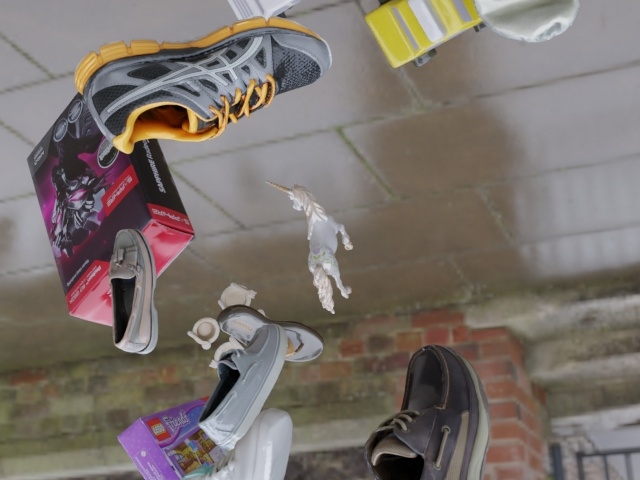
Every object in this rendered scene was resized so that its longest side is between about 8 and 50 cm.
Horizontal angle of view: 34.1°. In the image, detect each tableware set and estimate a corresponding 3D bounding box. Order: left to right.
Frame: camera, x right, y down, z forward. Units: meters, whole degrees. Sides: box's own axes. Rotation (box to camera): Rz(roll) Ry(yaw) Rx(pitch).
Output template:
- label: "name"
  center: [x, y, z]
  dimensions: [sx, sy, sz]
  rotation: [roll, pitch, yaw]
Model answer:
- label: "tableware set"
  center: [-0.172, 0.175, 2.060]
  dimensions: [0.141, 0.169, 0.020]
  rotation: [46, 173, -24]

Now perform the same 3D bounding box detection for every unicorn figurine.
- label: "unicorn figurine"
  center: [0.000, 0.000, 1.277]
  dimensions: [0.060, 0.162, 0.111]
  rotation: [-27, 138, 8]

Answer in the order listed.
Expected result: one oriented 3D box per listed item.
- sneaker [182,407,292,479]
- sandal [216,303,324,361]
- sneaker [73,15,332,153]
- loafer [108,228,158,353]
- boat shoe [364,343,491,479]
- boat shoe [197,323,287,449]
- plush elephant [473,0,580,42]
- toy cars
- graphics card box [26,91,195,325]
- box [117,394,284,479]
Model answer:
- label: "sneaker"
  center: [-0.088, 0.236, 1.015]
  dimensions: [0.094, 0.080, 0.212]
  rotation: [22, 127, 8]
- label: "sandal"
  center: [-0.089, 0.179, 1.892]
  dimensions: [0.219, 0.060, 0.090]
  rotation: [28, 121, -33]
- label: "sneaker"
  center: [-0.090, -0.124, 0.866]
  dimensions: [0.214, 0.083, 0.084]
  rotation: [-14, 153, -14]
- label: "loafer"
  center: [-0.182, 0.045, 0.994]
  dimensions: [0.045, 0.125, 0.039]
  rotation: [-23, 158, 34]
- label: "boat shoe"
  center: [0.134, 0.272, 1.340]
  dimensions: [0.130, 0.355, 0.132]
  rotation: [24, 131, -21]
- label: "boat shoe"
  center: [-0.120, 0.206, 1.596]
  dimensions: [0.081, 0.228, 0.079]
  rotation: [42, 139, -23]
- label: "plush elephant"
  center: [0.234, -0.378, 1.156]
  dimensions: [0.255, 0.272, 0.330]
  rotation: [22, 179, 2]
- label: "toy cars"
  center: [0.043, -0.312, 1.322]
  dimensions: [0.393, 0.177, 0.087]
  rotation: [16, -155, 14]
- label: "graphics card box"
  center: [-0.351, -0.076, 1.705]
  dimensions: [0.094, 0.371, 0.233]
  rotation: [19, 125, -43]
- label: "box"
  center: [-0.187, 0.363, 1.715]
  dimensions: [0.057, 0.201, 0.293]
  rotation: [-40, 167, 16]
